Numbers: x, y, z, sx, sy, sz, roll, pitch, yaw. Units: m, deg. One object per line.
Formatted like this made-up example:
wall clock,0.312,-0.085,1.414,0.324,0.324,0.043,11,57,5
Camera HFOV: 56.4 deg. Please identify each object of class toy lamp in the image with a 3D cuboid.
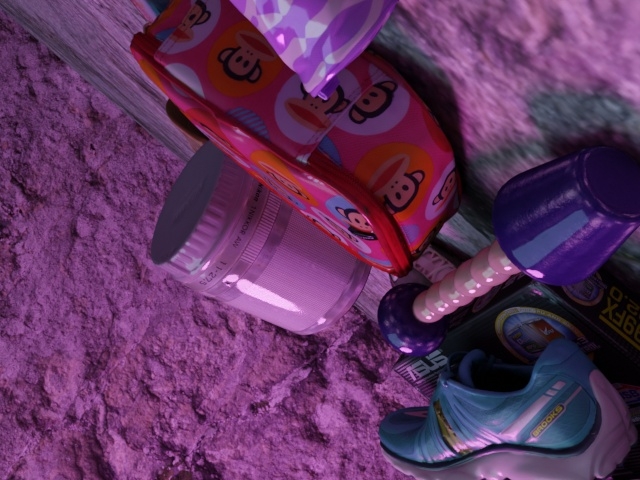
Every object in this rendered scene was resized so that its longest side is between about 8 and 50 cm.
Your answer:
toy lamp,0.121,0.022,0.436,0.080,0.080,0.274,39,150,4

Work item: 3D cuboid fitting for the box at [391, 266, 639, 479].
box,0.217,0.137,0.569,0.216,0.060,0.270,39,147,2

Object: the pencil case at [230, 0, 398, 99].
pencil case,-0.049,-0.173,0.325,0.206,0.086,0.088,42,139,-9

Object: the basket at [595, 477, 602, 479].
basket,0.248,0.265,0.499,0.167,0.113,0.103,22,167,-10

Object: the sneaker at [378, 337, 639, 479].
sneaker,0.145,0.151,0.541,0.275,0.107,0.110,-34,83,52

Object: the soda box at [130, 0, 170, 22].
soda box,-0.169,-0.265,0.508,0.063,0.058,0.183,36,173,32

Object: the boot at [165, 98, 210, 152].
boot,-0.151,-0.141,1.071,0.262,0.095,0.203,41,173,7

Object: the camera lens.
camera lens,-0.076,0.000,0.873,0.274,0.219,0.219,28,180,-28

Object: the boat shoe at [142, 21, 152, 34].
boat shoe,-0.190,-0.243,0.807,0.135,0.050,0.045,39,179,6

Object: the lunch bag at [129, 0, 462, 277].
lunch bag,-0.010,-0.095,0.555,0.293,0.120,0.258,38,177,22

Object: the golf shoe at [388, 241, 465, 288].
golf shoe,0.148,0.060,0.749,0.120,0.105,0.273,51,170,-11
